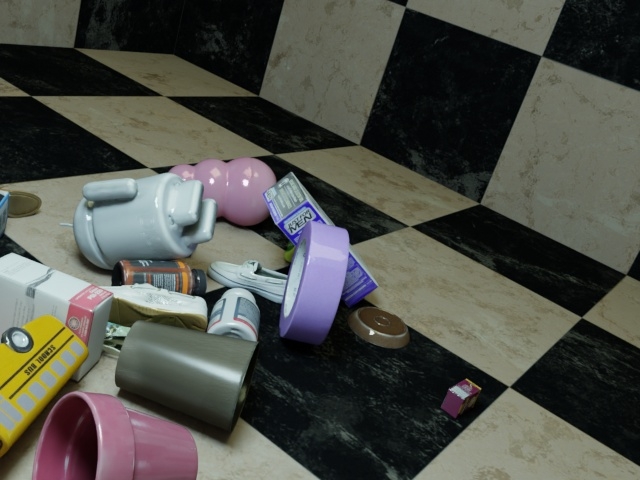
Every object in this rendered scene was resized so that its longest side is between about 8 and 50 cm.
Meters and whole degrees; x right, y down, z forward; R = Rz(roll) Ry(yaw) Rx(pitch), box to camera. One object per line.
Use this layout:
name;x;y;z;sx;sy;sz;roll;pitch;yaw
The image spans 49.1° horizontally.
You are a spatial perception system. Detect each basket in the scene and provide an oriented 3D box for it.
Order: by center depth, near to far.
basket;-0.244;0.237;1.282;0.227;0.154;0.204;15;21;1

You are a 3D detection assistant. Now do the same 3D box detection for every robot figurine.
robot figurine;-0.419;-0.042;1.623;0.353;0.300;0.199;-10;49;18

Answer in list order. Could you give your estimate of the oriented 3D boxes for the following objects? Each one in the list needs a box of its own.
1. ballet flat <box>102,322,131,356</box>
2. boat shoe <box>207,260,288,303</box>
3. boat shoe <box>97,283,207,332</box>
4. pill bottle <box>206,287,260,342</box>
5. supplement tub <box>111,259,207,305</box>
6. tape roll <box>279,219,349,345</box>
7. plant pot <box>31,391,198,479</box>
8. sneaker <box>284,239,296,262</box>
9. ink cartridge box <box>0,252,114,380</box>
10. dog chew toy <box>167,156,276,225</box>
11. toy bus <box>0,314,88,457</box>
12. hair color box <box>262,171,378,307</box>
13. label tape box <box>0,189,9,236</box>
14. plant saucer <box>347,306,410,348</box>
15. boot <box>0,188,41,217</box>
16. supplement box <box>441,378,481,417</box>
ballet flat;-0.364;0.206;1.384;0.188;0.070;0.070;10;24;-15
boat shoe;-0.171;0.085;1.769;0.226;0.075;0.083;19;22;1
boat shoe;-0.372;0.136;1.453;0.277;0.098;0.096;13;34;-14
pill bottle;-0.184;0.179;1.504;0.108;0.108;0.180;15;23;-7
supplement tub;-0.357;0.097;1.564;0.198;0.106;0.106;3;27;-32
tape roll;-0.017;0.096;1.600;0.090;0.274;0.275;14;23;-10
plant pot;-0.287;0.326;1.009;0.180;0.201;0.201;19;16;-42
sneaker;-0.016;-0.016;2.056;0.109;0.123;0.295;21;22;7
ink cartridge box;-0.508;0.138;1.285;0.218;0.158;0.092;20;22;4
dog chew toy;-0.302;-0.151;2.075;0.332;0.206;0.206;3;25;-13
toy bus;-0.500;0.240;1.085;0.130;0.108;0.332;47;20;-11
hair color box;0.000;0.000;1.828;0.339;0.110;0.185;52;5;-31
label tape box;-0.884;-0.051;1.502;0.348;0.115;0.249;14;23;-14
plant saucer;0.152;0.214;1.779;0.168;0.029;0.168;15;23;-6
boot;-0.820;-0.120;1.764;0.197;0.073;0.152;1;24;-40
supplement box;0.312;0.349;1.554;0.043;0.055;0.083;33;28;32
